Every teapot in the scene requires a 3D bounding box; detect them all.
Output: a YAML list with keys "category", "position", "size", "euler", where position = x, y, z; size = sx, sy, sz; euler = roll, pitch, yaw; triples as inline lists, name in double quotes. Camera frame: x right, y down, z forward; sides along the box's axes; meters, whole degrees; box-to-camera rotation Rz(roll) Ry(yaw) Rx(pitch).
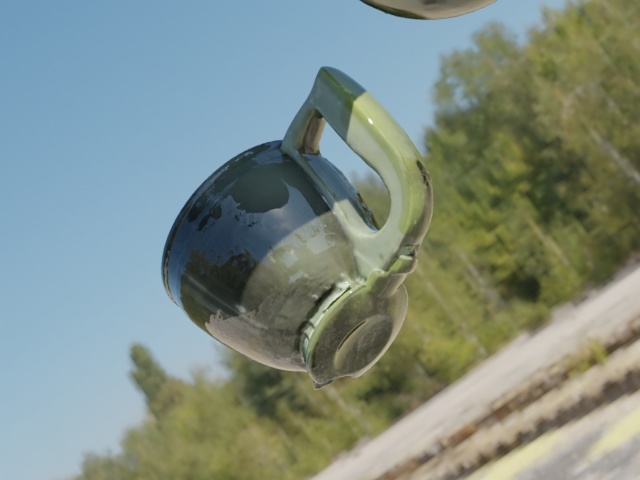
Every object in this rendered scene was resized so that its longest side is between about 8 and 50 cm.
- category: "teapot"
  position: [0.007, 0.010, 1.574]
  size: [0.321, 0.239, 0.239]
  euler: [-50, -31, 1]

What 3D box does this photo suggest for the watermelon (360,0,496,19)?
- category: "watermelon"
  position: [0.060, -0.253, 0.969]
  size: [0.188, 0.215, 0.188]
  euler: [-60, -7, -12]
